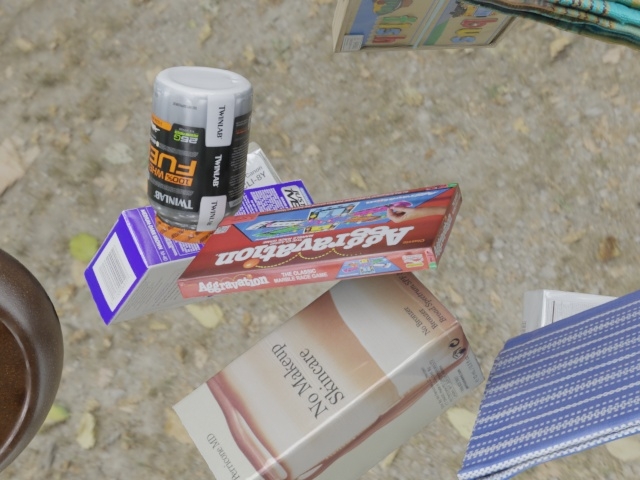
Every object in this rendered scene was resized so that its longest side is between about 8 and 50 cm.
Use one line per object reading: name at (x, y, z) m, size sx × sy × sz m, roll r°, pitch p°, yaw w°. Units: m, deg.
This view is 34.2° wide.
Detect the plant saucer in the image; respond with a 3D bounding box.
plant saucer at (-0.386, 0.137, 0.962) m, size 0.310 × 0.310 × 0.050 m, roll -48°, pitch 37°, yaw -1°

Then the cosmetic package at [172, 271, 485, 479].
cosmetic package at (0.010, 0.165, 1.130) m, size 0.296 × 0.129 × 0.153 m, roll -38°, pitch 49°, yaw -6°

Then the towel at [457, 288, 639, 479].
towel at (0.279, 0.145, 1.095) m, size 0.243 × 0.336 × 0.040 m, roll -26°, pitch 99°, yaw 24°

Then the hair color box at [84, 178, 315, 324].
hair color box at (-0.178, 0.014, 1.637) m, size 0.185 × 0.339 × 0.110 m, roll -47°, pitch 63°, yaw 45°

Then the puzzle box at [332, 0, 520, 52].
puzzle box at (0.167, -0.347, 1.470) m, size 0.272 × 0.409 × 0.052 m, roll -3°, pitch 85°, yaw -4°

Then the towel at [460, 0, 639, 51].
towel at (0.167, -0.208, 0.660) m, size 0.370 × 0.040 × 0.271 m, roll 12°, pitch 43°, yaw -15°

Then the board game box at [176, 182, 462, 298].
board game box at (0.000, 0.000, 1.095) m, size 0.281 × 0.027 × 0.145 m, roll -8°, pitch 27°, yaw 22°

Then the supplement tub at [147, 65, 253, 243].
supplement tub at (-0.143, -0.100, 1.223) m, size 0.117 × 0.117 × 0.190 m, roll 22°, pitch 117°, yaw 30°

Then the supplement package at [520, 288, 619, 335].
supplement package at (0.441, 0.155, 1.598) m, size 0.244 × 0.134 × 0.139 m, roll 7°, pitch 86°, yaw -1°

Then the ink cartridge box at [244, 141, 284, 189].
ink cartridge box at (-0.196, -0.049, 2.007) m, size 0.279 × 0.385 × 0.160 m, roll -32°, pitch 98°, yaw 0°
